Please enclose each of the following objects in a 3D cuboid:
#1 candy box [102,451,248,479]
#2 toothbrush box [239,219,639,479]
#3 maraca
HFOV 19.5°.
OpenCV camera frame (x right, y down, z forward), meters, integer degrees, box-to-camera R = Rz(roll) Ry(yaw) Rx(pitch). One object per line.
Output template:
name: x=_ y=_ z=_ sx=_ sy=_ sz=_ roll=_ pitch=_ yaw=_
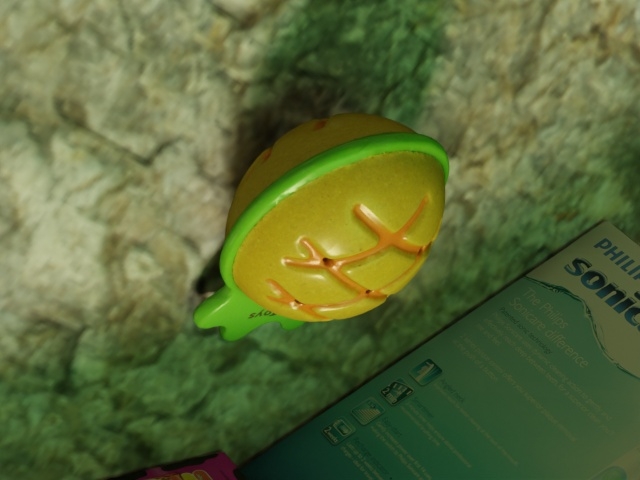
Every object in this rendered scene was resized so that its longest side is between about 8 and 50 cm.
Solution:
candy box: x=-0.120 y=0.208 z=1.018 sx=0.233 sy=0.159 sz=0.071 roll=-9 pitch=123 yaw=-30
toothbrush box: x=0.136 y=0.154 z=1.128 sx=0.295 sy=0.216 sz=0.126 roll=-35 pitch=135 yaw=-13
maraca: x=0.000 y=0.000 z=1.010 sx=0.127 sy=0.099 sz=0.186 roll=-6 pitch=148 yaw=-31
